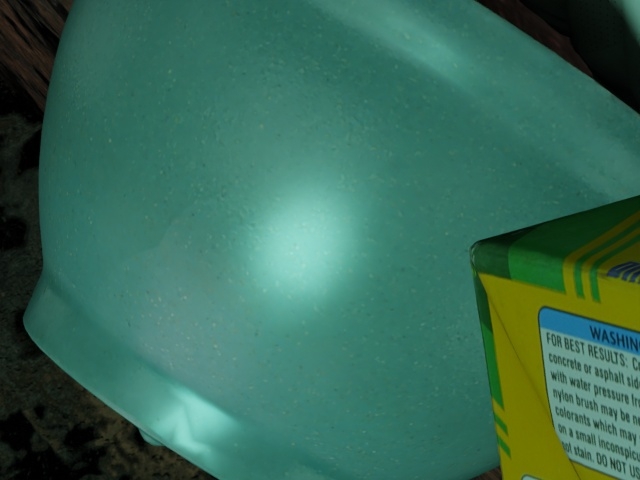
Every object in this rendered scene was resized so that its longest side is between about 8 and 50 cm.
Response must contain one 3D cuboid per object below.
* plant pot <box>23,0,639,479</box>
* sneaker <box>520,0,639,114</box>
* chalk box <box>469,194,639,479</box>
[{"bbox_3d":[0.000,0.000,0.710,0.293,0.196,0.293,32,-179,-1],"label":"plant pot"},{"bbox_3d":[0.119,-0.111,0.578,0.169,0.108,0.292,45,171,1],"label":"sneaker"},{"bbox_3d":[0.213,0.059,0.441,0.180,0.289,0.179,13,116,59],"label":"chalk box"}]
